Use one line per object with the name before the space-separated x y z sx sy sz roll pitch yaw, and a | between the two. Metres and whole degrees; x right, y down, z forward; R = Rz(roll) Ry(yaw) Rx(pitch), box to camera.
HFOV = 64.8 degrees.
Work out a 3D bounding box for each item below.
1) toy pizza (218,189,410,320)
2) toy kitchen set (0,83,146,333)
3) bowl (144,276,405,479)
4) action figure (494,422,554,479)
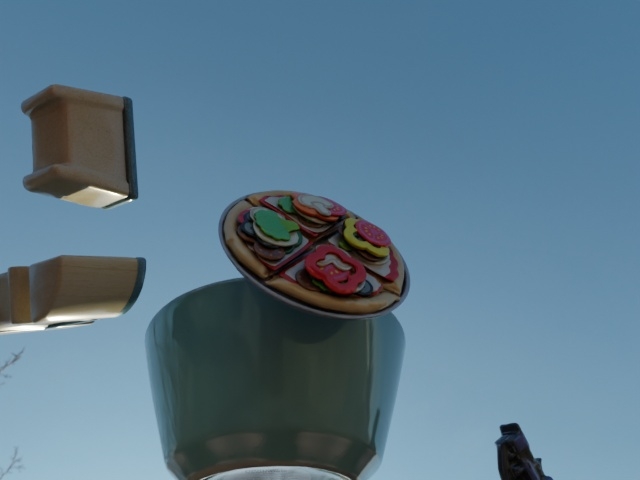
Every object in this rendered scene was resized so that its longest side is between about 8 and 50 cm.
toy pizza | 0.000 0.000 0.503 0.202 0.201 0.032 16 -58 -10
toy kitchen set | -0.220 -0.011 0.427 0.207 0.122 0.165 -12 -100 32
bowl | -0.049 0.195 0.561 0.312 0.163 0.311 -2 -41 -2
action figure | 0.212 0.396 0.572 0.331 0.178 0.341 -12 -107 -25
